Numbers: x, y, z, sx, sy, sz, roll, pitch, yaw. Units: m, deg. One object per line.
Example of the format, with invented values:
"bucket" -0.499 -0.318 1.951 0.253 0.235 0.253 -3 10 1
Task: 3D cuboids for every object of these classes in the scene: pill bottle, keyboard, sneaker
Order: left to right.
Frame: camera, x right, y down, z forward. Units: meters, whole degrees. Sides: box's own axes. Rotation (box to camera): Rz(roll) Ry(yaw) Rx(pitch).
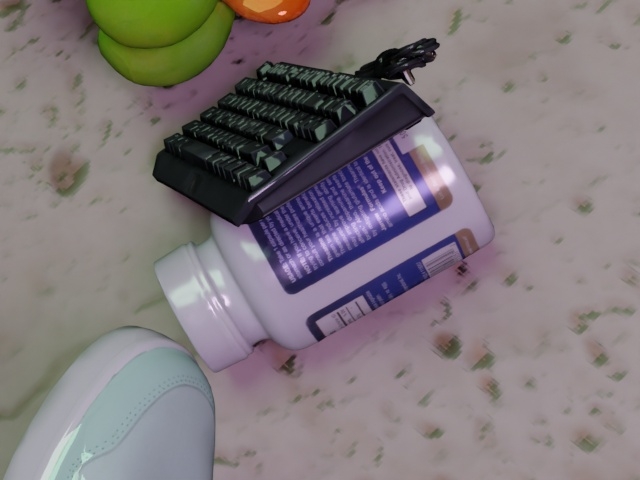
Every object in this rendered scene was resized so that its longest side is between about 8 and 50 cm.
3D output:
"sneaker" -0.030 0.149 0.597 0.151 0.094 0.256 -3 66 29
"keyboard" -0.007 -0.050 0.748 0.108 0.023 0.180 -32 15 -9
"pill bottle" 0.000 0.000 0.747 0.120 0.067 0.067 -30 50 1

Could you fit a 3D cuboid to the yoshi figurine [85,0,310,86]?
"yoshi figurine" -0.058 -0.245 0.880 0.203 0.203 0.362 -1 58 42
